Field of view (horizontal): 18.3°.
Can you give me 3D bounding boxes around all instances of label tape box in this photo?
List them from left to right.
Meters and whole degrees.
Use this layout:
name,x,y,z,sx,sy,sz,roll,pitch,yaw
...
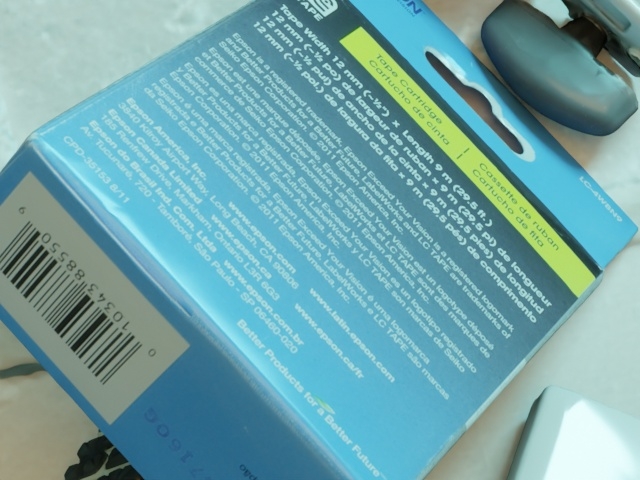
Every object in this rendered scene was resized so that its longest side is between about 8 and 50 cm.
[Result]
name,x,y,z,sx,sy,sz,roll,pitch,yaw
label tape box,0.000,0.000,1.083,0.249,0.115,0.347,47,37,3

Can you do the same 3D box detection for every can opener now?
name,x,y,z,sx,sy,sz,roll,pitch,yaw
can opener,0.089,-0.180,1.171,0.283,0.076,0.095,42,78,4

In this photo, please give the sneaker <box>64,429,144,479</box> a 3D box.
name,x,y,z,sx,sy,sz,roll,pitch,yaw
sneaker,-0.089,0.189,1.085,0.122,0.110,0.283,46,61,-30

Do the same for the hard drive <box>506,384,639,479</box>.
name,x,y,z,sx,sy,sz,roll,pitch,yaw
hard drive,0.172,0.275,1.054,0.233,0.047,0.353,24,60,-1
